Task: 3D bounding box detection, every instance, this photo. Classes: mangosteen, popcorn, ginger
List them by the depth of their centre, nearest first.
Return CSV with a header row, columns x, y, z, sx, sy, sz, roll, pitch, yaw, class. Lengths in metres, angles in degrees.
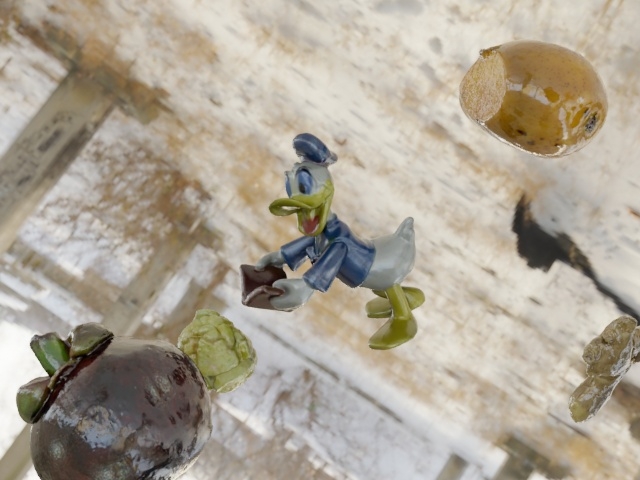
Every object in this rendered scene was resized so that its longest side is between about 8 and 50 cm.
x,y,z,sx,sy,sz,roll,pitch,yaw,class
-0.234,0.195,1.108,0.216,0.216,0.216,34,170,7,mangosteen
-0.150,0.163,1.353,0.116,0.106,0.120,32,172,30,popcorn
0.450,0.203,1.523,0.133,0.214,0.059,11,-151,-46,ginger

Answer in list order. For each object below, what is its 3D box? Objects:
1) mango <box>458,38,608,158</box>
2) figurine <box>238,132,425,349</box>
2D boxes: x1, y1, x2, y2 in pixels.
x,y,z,sx,sy,sz,roll,pitch,yaw,class
0.309,-0.206,1.410,0.191,0.160,0.290,11,-173,-19,mango
0.000,0.000,1.447,0.204,0.283,0.338,-122,16,-71,figurine
